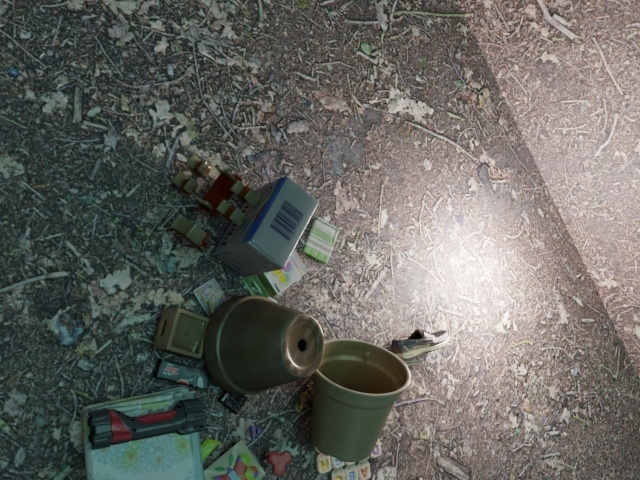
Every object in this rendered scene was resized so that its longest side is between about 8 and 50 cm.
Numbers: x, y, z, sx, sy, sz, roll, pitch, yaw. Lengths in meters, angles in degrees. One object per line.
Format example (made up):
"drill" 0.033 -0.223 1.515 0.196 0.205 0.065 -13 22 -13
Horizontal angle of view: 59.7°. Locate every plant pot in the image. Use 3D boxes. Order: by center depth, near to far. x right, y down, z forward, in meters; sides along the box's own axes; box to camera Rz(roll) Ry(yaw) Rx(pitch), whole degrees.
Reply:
"plant pot" -0.152 0.324 1.737 0.323 0.280 0.323 9 77 -46
"plant pot" 0.102 0.541 1.847 0.334 0.334 0.305 -2 112 -33

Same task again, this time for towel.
"towel" -0.501 0.628 1.593 0.321 0.090 0.374 -4 77 -28
"towel" 0.000 0.000 2.100 0.113 0.023 0.152 30 68 -22

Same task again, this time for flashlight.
"flashlight" -0.477 0.496 1.543 0.304 0.103 0.103 -3 102 -32

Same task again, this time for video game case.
"video game case" -0.355 0.195 1.837 0.087 0.011 0.122 -34 100 -33

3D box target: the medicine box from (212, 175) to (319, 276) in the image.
"medicine box" -0.184 -0.039 1.825 0.149 0.289 0.263 38 63 -24

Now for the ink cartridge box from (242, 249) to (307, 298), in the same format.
"ink cartridge box" -0.156 0.122 1.948 0.209 0.062 0.109 -37 101 -32

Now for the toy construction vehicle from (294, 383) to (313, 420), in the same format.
"toy construction vehicle" -0.040 0.567 1.951 0.086 0.035 0.098 47 60 -16

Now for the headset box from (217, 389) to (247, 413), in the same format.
"headset box" -0.287 0.511 1.805 0.083 0.032 0.062 45 60 -16

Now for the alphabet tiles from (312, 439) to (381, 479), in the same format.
"alphabet tiles" 0.099 0.738 2.015 0.284 0.021 0.277 -1 82 -33

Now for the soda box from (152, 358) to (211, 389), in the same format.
"soda box" -0.425 0.414 1.724 0.169 0.053 0.060 22 69 -27

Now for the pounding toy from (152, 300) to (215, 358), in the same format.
"pounding toy" -0.398 0.275 1.751 0.206 0.094 0.181 30 63 -42

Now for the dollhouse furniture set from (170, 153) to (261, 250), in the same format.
"dollhouse furniture set" -0.351 -0.109 1.782 0.259 0.262 0.135 -56 156 -9

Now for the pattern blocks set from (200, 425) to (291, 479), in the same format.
"pattern blocks set" -0.271 0.733 1.733 0.285 0.026 0.325 40 63 -3

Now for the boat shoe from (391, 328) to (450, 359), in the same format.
"boat shoe" 0.402 0.399 2.230 0.285 0.103 0.092 -14 93 -28
